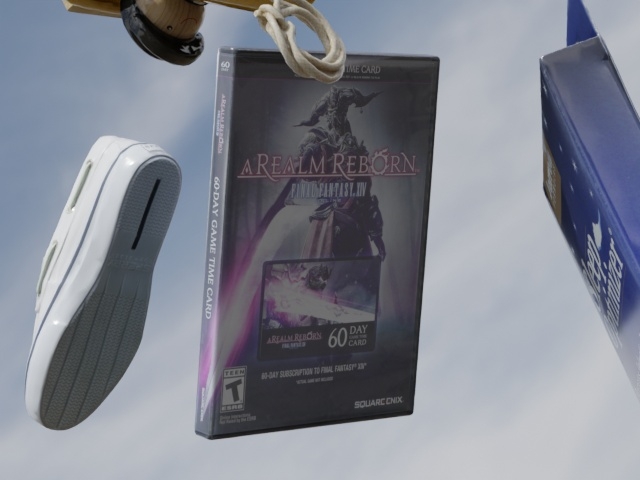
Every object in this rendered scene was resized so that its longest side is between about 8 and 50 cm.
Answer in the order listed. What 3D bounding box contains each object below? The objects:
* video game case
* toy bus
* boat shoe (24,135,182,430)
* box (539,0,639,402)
[{"bbox_3d":[0.000,0.000,1.381,0.196,0.026,0.274,-2,-79,-40],"label":"video game case"},{"bbox_3d":[-0.078,-0.145,0.862,0.104,0.191,0.202,-42,17,32],"label":"toy bus"},{"bbox_3d":[-0.173,0.030,1.442,0.083,0.076,0.226,24,-89,-47],"label":"boat shoe"},{"bbox_3d":[0.144,0.002,0.885,0.036,0.225,0.136,-19,-26,-2],"label":"box"}]
